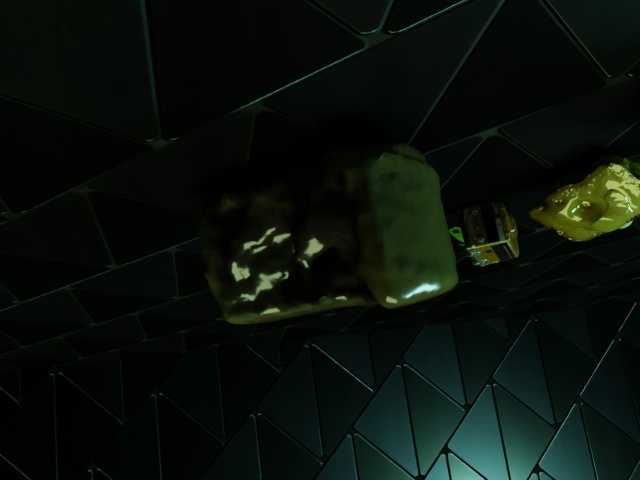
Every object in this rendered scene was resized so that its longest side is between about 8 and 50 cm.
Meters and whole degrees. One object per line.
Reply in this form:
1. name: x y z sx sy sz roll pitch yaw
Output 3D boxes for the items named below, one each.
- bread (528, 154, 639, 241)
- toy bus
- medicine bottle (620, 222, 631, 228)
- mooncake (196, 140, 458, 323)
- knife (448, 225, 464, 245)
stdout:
1. bread: 0.509 -0.080 1.344 0.161 0.088 0.233 33 142 -16
2. toy bus: 0.359 -0.012 1.541 0.114 0.098 0.201 -14 164 17
3. medicine bottle: 0.595 -0.069 1.530 0.059 0.059 0.231 -20 160 36
4. mooncake: 0.000 0.000 1.130 0.394 0.246 0.393 -8 173 2
5. knife: 0.338 -0.008 1.689 0.078 0.022 0.166 -21 161 23
